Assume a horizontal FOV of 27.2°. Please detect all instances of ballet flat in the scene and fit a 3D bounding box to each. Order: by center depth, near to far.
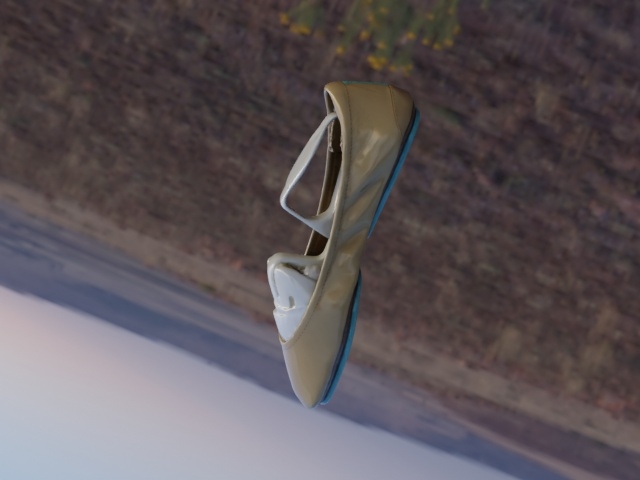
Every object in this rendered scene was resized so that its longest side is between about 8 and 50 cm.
[{"bbox_3d":[0.000,0.000,0.913,0.073,0.232,0.080,15,-173,-15],"label":"ballet flat"}]
